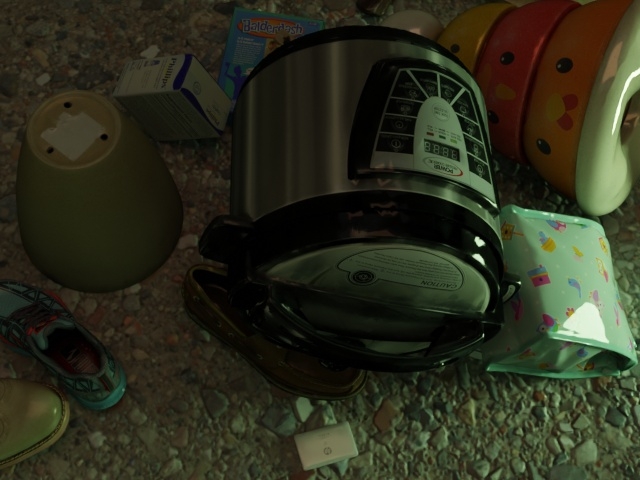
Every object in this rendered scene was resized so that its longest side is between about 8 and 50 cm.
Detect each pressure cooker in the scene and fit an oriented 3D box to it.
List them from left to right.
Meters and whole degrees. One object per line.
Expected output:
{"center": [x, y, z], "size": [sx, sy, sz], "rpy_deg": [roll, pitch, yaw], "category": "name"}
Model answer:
{"center": [0.062, -0.023, 1.433], "size": [0.370, 0.375, 0.420], "rpy_deg": [-11, 57, 17], "category": "pressure cooker"}

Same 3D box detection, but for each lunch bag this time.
{"center": [0.349, 0.084, 1.581], "size": [0.262, 0.160, 0.223], "rpy_deg": [10, 58, -36], "category": "lunch bag"}

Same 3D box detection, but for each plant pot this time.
{"center": [-0.337, -0.092, 1.568], "size": [0.256, 0.274, 0.256], "rpy_deg": [1, 65, -3], "category": "plant pot"}

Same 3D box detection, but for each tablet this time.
{"center": [0.008, 0.296, 1.550], "size": [0.083, 0.006, 0.054], "rpy_deg": [-14, 67, -9], "category": "tablet"}

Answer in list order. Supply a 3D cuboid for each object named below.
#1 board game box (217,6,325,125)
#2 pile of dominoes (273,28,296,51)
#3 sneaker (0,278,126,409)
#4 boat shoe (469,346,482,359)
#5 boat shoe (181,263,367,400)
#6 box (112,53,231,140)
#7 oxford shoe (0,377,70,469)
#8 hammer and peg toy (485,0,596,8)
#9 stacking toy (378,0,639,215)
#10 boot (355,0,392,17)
{"center": [-0.086, -0.283, 1.795], "size": [0.160, 0.047, 0.210], "rpy_deg": [9, 66, 2], "category": "board game box"}
{"center": [0.001, -0.215, 1.729], "size": [0.196, 0.040, 0.251], "rpy_deg": [21, 62, -21], "category": "pile of dominoes"}
{"center": [-0.385, 0.128, 1.543], "size": [0.262, 0.125, 0.104], "rpy_deg": [35, 67, 13], "category": "sneaker"}
{"center": [0.193, 0.066, 1.624], "size": [0.095, 0.084, 0.258], "rpy_deg": [-34, 71, -17], "category": "boat shoe"}
{"center": [-0.072, 0.135, 1.567], "size": [0.307, 0.104, 0.110], "rpy_deg": [25, 66, 9], "category": "boat shoe"}
{"center": [-0.231, -0.223, 1.689], "size": [0.137, 0.126, 0.072], "rpy_deg": [0, 60, 30], "category": "box"}
{"center": [-0.549, 0.249, 1.466], "size": [0.397, 0.146, 0.140], "rpy_deg": [-7, 65, -6], "category": "oxford shoe"}
{"center": [0.470, -0.505, 1.882], "size": [0.266, 0.127, 0.361], "rpy_deg": [30, 67, 11], "category": "hammer and peg toy"}
{"center": [0.295, -0.260, 1.712], "size": [0.480, 0.350, 0.350], "rpy_deg": [19, 64, 26], "category": "stacking toy"}
{"center": [0.131, -0.423, 1.877], "size": [0.106, 0.037, 0.114], "rpy_deg": [28, 63, 24], "category": "boot"}
